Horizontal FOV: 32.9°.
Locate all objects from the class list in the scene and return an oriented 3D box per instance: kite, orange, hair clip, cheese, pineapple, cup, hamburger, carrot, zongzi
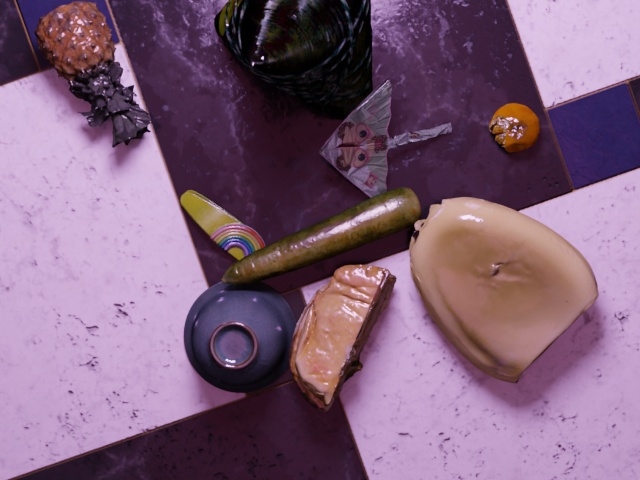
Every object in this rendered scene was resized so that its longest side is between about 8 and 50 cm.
[{"bbox_3d":[0.111,-0.164,1.827,0.250,0.012,0.229,-10,118,-19],"label":"kite"},{"bbox_3d":[0.332,-0.193,1.838,0.086,0.062,0.086,0,91,-3],"label":"orange"},{"bbox_3d":[-0.163,-0.021,1.859,0.188,0.033,0.060,40,91,-1],"label":"hair clip"},{"bbox_3d":[0.288,0.061,1.812,0.316,0.128,0.259,45,93,1],"label":"cheese"},{"bbox_3d":[-0.376,-0.273,1.815,0.128,0.128,0.248,-28,95,1],"label":"pineapple"},{"bbox_3d":[-0.139,0.167,1.804,0.199,0.150,0.199,0,92,1],"label":"cup"},{"bbox_3d":[0.026,0.155,1.826,0.131,0.124,0.262,24,86,15],"label":"hamburger"},{"bbox_3d":[0.000,0.000,1.829,0.359,0.074,0.074,-22,91,-2],"label":"carrot"},{"bbox_3d":[-0.046,-0.312,1.664,0.319,0.383,0.362,28,56,2],"label":"zongzi"}]
